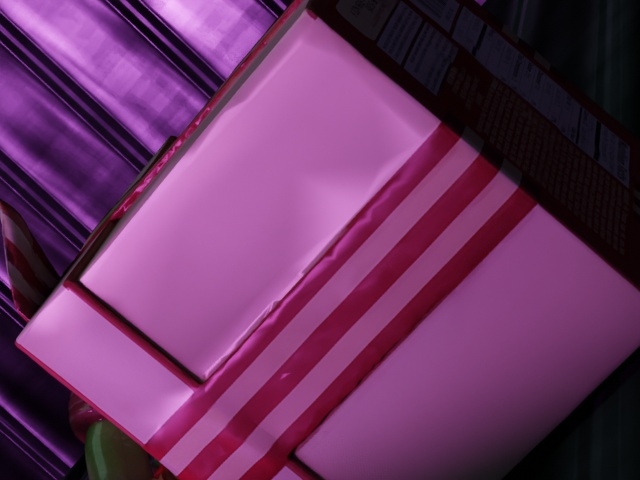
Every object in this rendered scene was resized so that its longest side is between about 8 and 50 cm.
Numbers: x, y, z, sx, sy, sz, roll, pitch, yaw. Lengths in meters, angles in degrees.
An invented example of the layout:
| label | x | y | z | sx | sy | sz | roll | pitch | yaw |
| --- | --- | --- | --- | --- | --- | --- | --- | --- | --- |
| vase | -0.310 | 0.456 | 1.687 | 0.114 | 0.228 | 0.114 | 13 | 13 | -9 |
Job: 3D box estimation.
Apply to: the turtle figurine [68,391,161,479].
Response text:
| label | x | y | z | sx | sy | sz | roll | pitch | yaw |
| --- | --- | --- | --- | --- | --- | --- | --- | --- | --- |
| turtle figurine | -0.151 | 0.178 | 1.079 | 0.274 | 0.198 | 0.266 | -45 | 22 | 38 |

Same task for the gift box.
| label | x | y | z | sx | sy | sz | roll | pitch | yaw |
| --- | --- | --- | --- | --- | --- | --- | --- | --- | --- |
| gift box | 0.000 | 0.000 | 0.988 | 0.258 | 0.276 | 0.255 | -49 | 2 | 21 |
